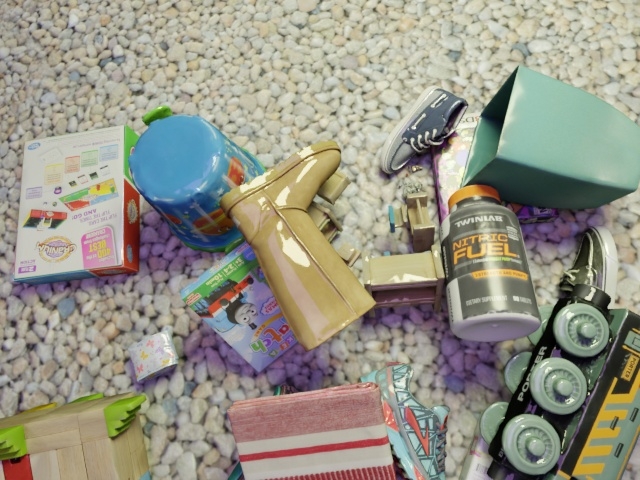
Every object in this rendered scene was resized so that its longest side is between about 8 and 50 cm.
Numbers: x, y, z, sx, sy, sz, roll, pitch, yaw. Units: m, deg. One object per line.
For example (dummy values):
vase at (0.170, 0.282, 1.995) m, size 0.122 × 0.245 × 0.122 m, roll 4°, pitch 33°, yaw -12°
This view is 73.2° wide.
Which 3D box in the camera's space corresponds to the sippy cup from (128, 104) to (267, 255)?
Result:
sippy cup at (-0.227, -0.113, 0.810) m, size 0.306 × 0.224 × 0.239 m, roll 18°, pitch 79°, yaw 12°

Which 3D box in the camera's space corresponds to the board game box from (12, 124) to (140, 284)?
board game box at (-0.514, -0.076, 0.922) m, size 0.243 × 0.064 × 0.316 m, roll -7°, pitch 75°, yaw 6°

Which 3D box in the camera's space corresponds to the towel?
towel at (0.003, 0.389, 0.685) m, size 0.237 × 0.037 × 0.328 m, roll -10°, pitch 100°, yaw 7°

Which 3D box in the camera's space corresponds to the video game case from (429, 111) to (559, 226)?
video game case at (0.327, -0.140, 0.836) m, size 0.211 × 0.042 × 0.231 m, roll -5°, pitch 75°, yaw 8°

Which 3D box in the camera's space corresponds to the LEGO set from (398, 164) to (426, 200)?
LEGO set at (0.182, -0.115, 0.858) m, size 0.054 × 0.023 × 0.083 m, roll -8°, pitch 75°, yaw 6°

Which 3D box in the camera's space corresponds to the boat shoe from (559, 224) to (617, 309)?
boat shoe at (0.457, 0.077, 0.745) m, size 0.070 × 0.078 × 0.219 m, roll 7°, pitch 79°, yaw 8°

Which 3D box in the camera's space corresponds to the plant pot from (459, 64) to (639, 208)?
plant pot at (0.393, -0.149, 0.729) m, size 0.235 × 0.165 × 0.165 m, roll 17°, pitch 78°, yaw 2°

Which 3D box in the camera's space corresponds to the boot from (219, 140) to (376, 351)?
boot at (0.000, 0.000, 0.692) m, size 0.236 × 0.089 × 0.269 m, roll -33°, pitch 80°, yaw -12°

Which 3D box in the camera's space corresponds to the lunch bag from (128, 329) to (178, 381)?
lunch bag at (-0.313, 0.221, 0.827) m, size 0.083 × 0.053 × 0.071 m, roll -30°, pitch 72°, yaw 9°

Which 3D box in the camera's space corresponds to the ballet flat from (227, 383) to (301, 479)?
ballet flat at (-0.089, 0.365, 0.755) m, size 0.079 × 0.077 × 0.221 m, roll 30°, pitch 81°, yaw -6°

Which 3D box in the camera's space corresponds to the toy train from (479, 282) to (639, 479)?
toy train at (0.379, 0.235, 0.635) m, size 0.190 × 0.142 × 0.333 m, roll 28°, pitch 81°, yaw 7°

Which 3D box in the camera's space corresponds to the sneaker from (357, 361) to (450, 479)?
sneaker at (0.171, 0.324, 0.709) m, size 0.125 × 0.104 × 0.261 m, roll -29°, pitch 75°, yaw -4°

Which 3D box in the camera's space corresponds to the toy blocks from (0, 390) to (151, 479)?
toy blocks at (-0.455, 0.430, 0.747) m, size 0.382 × 0.191 × 0.260 m, roll -13°, pitch 86°, yaw 5°

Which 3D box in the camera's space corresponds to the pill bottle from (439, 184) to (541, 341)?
pill bottle at (0.265, 0.030, 0.704) m, size 0.131 × 0.130 × 0.245 m, roll -2°, pitch 59°, yaw 7°

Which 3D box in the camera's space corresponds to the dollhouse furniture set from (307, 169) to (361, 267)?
dollhouse furniture set at (0.038, -0.010, 0.798) m, size 0.161 × 0.101 × 0.181 m, roll 34°, pitch 83°, yaw 29°

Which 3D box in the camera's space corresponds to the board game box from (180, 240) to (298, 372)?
board game box at (-0.113, 0.116, 0.766) m, size 0.160 × 0.039 × 0.211 m, roll -39°, pitch 118°, yaw -3°

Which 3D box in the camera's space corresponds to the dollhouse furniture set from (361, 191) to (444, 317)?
dollhouse furniture set at (0.143, 0.028, 0.791) m, size 0.130 × 0.128 × 0.183 m, roll -6°, pitch 53°, yaw 7°

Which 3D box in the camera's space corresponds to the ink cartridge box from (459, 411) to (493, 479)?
ink cartridge box at (0.294, 0.359, 0.709) m, size 0.089 × 0.052 × 0.122 m, roll 22°, pitch 80°, yaw 12°

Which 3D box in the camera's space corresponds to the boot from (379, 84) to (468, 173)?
boot at (0.193, -0.200, 0.823) m, size 0.086 × 0.069 × 0.189 m, roll 45°, pitch 110°, yaw 43°
